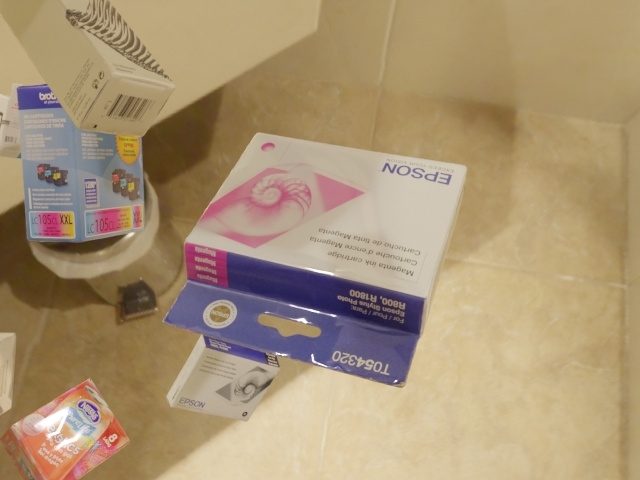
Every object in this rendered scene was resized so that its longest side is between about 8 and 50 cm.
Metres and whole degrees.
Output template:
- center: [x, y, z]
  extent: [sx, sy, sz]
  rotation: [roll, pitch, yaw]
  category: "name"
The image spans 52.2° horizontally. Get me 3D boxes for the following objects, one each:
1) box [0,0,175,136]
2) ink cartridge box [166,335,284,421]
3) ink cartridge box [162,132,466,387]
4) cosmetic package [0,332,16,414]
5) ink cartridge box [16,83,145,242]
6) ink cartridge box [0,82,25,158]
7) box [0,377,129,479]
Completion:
- center: [-0.318, -0.264, 0.862]
  extent: [0.094, 0.113, 0.275]
  rotation: [-48, 69, 25]
  category: "box"
- center: [-0.205, 0.299, 1.497]
  extent: [0.045, 0.223, 0.224]
  rotation: [38, 101, 51]
  category: "ink cartridge box"
- center: [0.000, 0.000, 0.863]
  extent: [0.324, 0.071, 0.330]
  rotation: [12, 49, 16]
  category: "ink cartridge box"
- center: [-0.761, 0.238, 1.137]
  extent: [0.385, 0.217, 0.156]
  rotation: [4, 85, -13]
  category: "cosmetic package"
- center: [-0.532, -0.205, 1.480]
  extent: [0.151, 0.270, 0.396]
  rotation: [-1, 97, 16]
  category: "ink cartridge box"
- center: [-0.745, -0.296, 1.605]
  extent: [0.060, 0.104, 0.180]
  rotation: [22, 101, 28]
  category: "ink cartridge box"
- center: [-0.494, 0.381, 1.247]
  extent: [0.154, 0.300, 0.142]
  rotation: [-32, 88, -36]
  category: "box"
